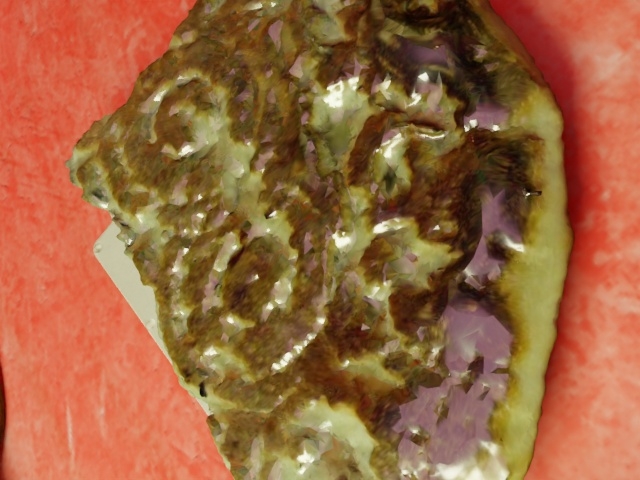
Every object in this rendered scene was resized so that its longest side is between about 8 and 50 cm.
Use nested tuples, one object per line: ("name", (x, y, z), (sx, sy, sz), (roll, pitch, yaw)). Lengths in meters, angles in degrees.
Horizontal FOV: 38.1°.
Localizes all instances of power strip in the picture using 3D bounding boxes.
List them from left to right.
("power strip", (-0.084, 0.036, 0.624), (0.081, 0.035, 0.192), (-49, 60, 12))

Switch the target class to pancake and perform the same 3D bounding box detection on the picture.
("pancake", (0.004, -0.004, 0.549), (0.305, 0.067, 0.426), (-33, 64, 18))

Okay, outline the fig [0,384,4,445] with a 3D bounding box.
("fig", (-0.276, 0.199, 0.683), (0.124, 0.124, 0.236), (-4, 54, 31))
